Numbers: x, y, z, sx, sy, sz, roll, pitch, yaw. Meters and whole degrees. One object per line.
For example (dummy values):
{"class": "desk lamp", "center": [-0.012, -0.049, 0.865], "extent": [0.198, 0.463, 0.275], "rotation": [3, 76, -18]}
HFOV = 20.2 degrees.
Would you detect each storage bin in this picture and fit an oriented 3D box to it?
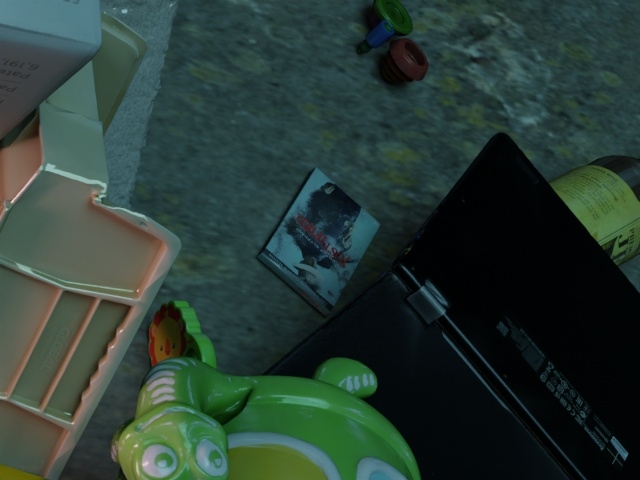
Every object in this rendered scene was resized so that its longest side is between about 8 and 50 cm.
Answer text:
{"class": "storage bin", "center": [-0.210, -0.009, 1.307], "extent": [0.123, 0.260, 0.262], "rotation": [18, 31, -23]}

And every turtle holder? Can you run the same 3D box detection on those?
{"class": "turtle holder", "center": [-0.031, 0.218, 1.321], "extent": [0.243, 0.320, 0.227], "rotation": [0, 42, -8]}

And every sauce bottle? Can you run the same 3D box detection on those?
{"class": "sauce bottle", "center": [0.274, -0.022, 1.805], "extent": [0.344, 0.111, 0.111], "rotation": [-26, 86, -38]}

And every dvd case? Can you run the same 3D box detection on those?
{"class": "dvd case", "center": [0.000, 0.000, 1.666], "extent": [0.087, 0.013, 0.119], "rotation": [42, 53, -13]}

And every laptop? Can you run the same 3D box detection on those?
{"class": "laptop", "center": [0.136, 0.185, 1.594], "extent": [0.382, 0.236, 0.408], "rotation": [50, 39, -7]}

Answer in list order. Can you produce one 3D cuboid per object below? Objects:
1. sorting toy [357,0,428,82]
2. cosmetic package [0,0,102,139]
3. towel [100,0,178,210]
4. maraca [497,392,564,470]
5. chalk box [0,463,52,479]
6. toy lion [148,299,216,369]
{"class": "sorting toy", "center": [0.067, -0.197, 1.789], "extent": [0.061, 0.042, 0.102], "rotation": [10, 52, -49]}
{"class": "cosmetic package", "center": [-0.379, -0.216, 1.188], "extent": [0.327, 0.393, 0.329], "rotation": [7, 66, -34]}
{"class": "towel", "center": [-0.212, -0.149, 1.463], "extent": [0.187, 0.049, 0.282], "rotation": [4, 107, -32]}
{"class": "maraca", "center": [0.215, 0.163, 1.694], "extent": [0.185, 0.099, 0.127], "rotation": [-30, 93, -24]}
{"class": "chalk box", "center": [-0.265, 0.258, 1.261], "extent": [0.289, 0.180, 0.179], "rotation": [23, 59, -27]}
{"class": "toy lion", "center": [-0.115, 0.098, 1.491], "extent": [0.034, 0.100, 0.096], "rotation": [4, 87, -32]}
